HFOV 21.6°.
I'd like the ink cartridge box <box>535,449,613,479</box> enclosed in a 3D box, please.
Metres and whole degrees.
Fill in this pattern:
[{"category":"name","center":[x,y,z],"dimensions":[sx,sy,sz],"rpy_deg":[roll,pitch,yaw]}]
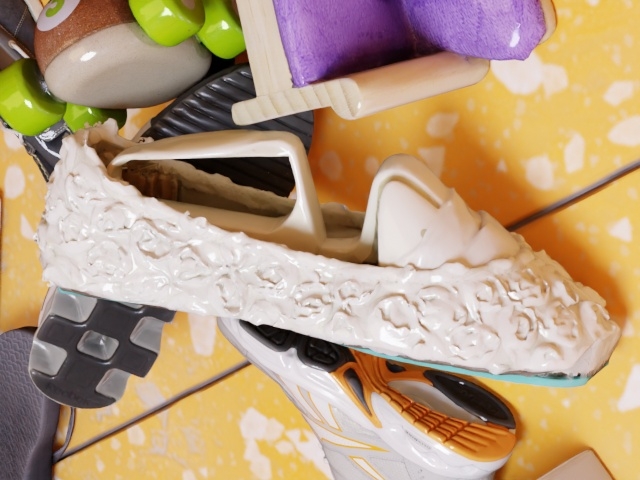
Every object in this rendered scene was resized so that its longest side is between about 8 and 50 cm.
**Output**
[{"category":"ink cartridge box","center":[0.137,0.255,1.160],"dimensions":[0.128,0.127,0.176],"rpy_deg":[54,130,13]}]

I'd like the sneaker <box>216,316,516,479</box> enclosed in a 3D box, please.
[{"category":"sneaker","center":[0.017,0.130,1.246],"dimensions":[0.262,0.099,0.121],"rpy_deg":[33,126,29]}]

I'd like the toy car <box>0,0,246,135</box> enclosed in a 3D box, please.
[{"category":"toy car","center":[-0.161,-0.188,1.181],"dimensions":[0.155,0.149,0.188],"rpy_deg":[-29,76,23]}]

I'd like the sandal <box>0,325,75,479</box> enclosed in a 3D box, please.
[{"category":"sandal","center":[-0.263,0.174,1.523],"dimensions":[0.097,0.054,0.254],"rpy_deg":[41,135,32]}]

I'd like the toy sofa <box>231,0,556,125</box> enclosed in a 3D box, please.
[{"category":"toy sofa","center":[0.012,-0.265,1.094],"dimensions":[0.177,0.150,0.363],"rpy_deg":[-7,98,42]}]

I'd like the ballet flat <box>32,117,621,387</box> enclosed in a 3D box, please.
[{"category":"ballet flat","center":[0.000,0.000,1.112],"dimensions":[0.409,0.147,0.147],"rpy_deg":[9,111,10]}]

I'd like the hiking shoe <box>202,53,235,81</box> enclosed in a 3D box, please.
[{"category":"hiking shoe","center":[-0.125,-0.152,1.281],"dimensions":[0.227,0.086,0.114],"rpy_deg":[-34,77,39]}]

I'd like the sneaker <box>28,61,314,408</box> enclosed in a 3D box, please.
[{"category":"sneaker","center":[-0.124,-0.031,1.290],"dimensions":[0.122,0.146,0.330],"rpy_deg":[29,119,-22]}]

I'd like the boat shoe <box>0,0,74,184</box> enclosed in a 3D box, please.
[{"category":"boat shoe","center":[-0.241,-0.104,1.398],"dimensions":[0.084,0.079,0.233],"rpy_deg":[-33,83,39]}]
